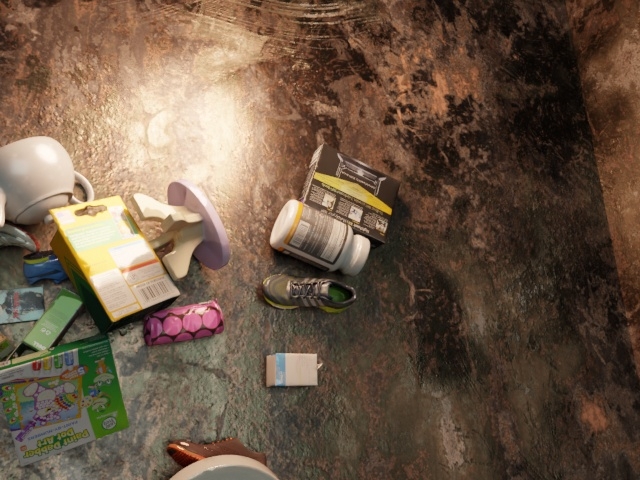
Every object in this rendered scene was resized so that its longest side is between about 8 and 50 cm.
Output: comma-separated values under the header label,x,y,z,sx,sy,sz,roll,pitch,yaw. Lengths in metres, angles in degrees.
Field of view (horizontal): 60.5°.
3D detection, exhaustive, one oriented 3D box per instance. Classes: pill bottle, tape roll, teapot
label,x,y,z,sx,sy,sz,roll,pitch,yaw
pill bottle,0.000,0.000,1.678,0.278,0.162,0.162,24,65,-16
tape roll,-0.242,0.727,1.334,0.392,0.072,0.392,0,90,-22
teapot,-0.712,-0.125,1.367,0.256,0.252,0.187,-34,93,-21

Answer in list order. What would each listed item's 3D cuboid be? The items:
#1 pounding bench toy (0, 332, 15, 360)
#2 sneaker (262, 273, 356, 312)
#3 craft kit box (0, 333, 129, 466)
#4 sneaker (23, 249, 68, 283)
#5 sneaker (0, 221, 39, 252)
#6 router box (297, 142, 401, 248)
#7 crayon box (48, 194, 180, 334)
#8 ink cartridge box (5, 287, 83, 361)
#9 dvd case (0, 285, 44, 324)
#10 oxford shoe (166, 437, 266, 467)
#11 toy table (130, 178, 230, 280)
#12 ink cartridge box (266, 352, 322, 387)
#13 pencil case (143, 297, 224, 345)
label,x,y,z,sx,sy,sz,roll,pitch,yaw
pounding bench toy,-0.777,0.254,1.318,0.065,0.083,0.052,30,56,23
sneaker,-0.026,0.148,1.640,0.300,0.121,0.111,6,71,-22
craft kit box,-0.603,0.370,1.295,0.250,0.061,0.246,-15,111,-27
sneaker,-0.658,0.062,1.430,0.209,0.069,0.082,-13,111,-35
sneaker,-0.819,-0.002,1.367,0.225,0.088,0.092,14,73,-10
router box,0.095,-0.144,1.810,0.309,0.081,0.242,25,65,-15
crayon box,-0.530,0.053,1.393,0.203,0.083,0.323,-22,76,-50
ink cartridge box,-0.665,0.226,1.340,0.062,0.109,0.209,34,63,-10
dvd case,-0.758,0.163,1.374,0.119,0.013,0.087,-4,75,-24
oxford shoe,-0.267,0.561,1.432,0.271,0.097,0.098,28,46,-19
toy table,-0.383,-0.026,1.485,0.161,0.252,0.274,-26,73,-44
ink cartridge box,-0.073,0.372,1.565,0.143,0.092,0.089,6,72,-21
pencil case,-0.371,0.220,1.484,0.209,0.095,0.098,-9,108,-26
